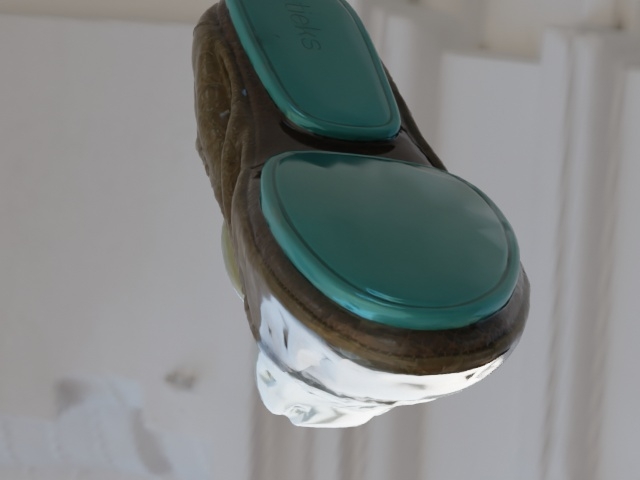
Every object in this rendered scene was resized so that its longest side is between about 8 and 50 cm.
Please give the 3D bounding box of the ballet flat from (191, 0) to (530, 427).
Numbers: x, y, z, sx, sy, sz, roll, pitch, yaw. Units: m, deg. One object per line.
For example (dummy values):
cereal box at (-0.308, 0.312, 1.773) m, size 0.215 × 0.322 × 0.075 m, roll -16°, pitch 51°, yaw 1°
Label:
ballet flat at (0.000, 0.000, 0.794) m, size 0.116 × 0.342 × 0.124 m, roll 4°, pitch -63°, yaw -19°
